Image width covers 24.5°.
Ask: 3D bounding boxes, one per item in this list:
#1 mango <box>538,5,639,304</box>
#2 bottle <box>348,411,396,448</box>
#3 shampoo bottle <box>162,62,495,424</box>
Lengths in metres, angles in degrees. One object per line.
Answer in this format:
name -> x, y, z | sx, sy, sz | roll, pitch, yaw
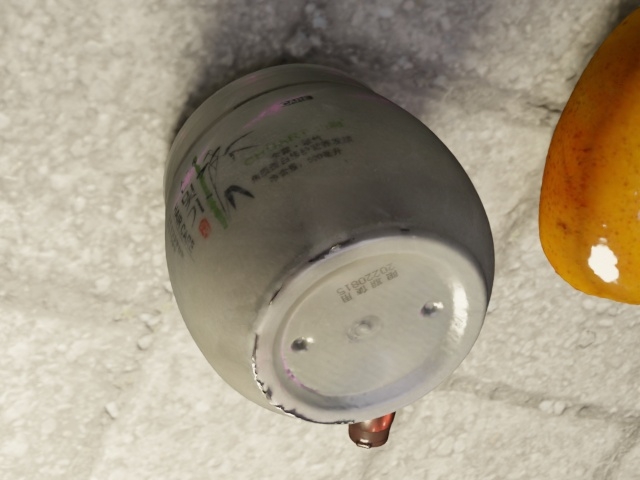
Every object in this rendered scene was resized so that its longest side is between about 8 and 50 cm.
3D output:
mango -> 0.336, -0.099, 1.415 | 0.199, 0.201, 0.350 | -9, 123, -54
bottle -> 0.056, 0.146, 1.546 | 0.060, 0.060, 0.164 | -9, 126, -18
shampoo bottle -> 0.000, 0.000, 1.280 | 0.273, 0.266, 0.273 | -13, 130, -16
